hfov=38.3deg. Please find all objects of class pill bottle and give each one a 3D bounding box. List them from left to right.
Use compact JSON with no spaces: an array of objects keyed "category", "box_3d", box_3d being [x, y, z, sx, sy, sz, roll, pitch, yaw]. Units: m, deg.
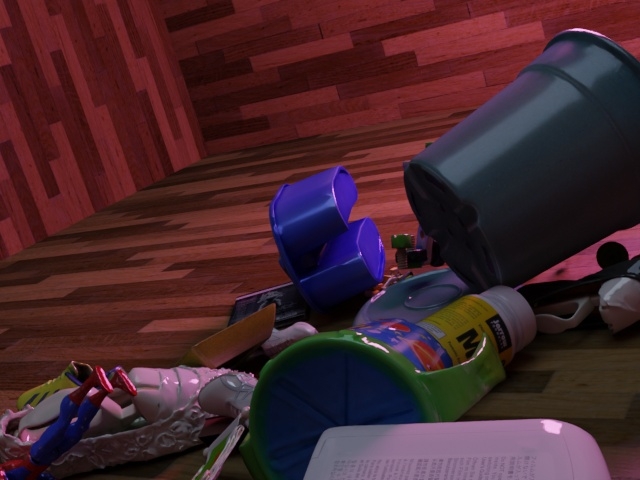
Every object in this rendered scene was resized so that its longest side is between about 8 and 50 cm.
[{"category":"pill bottle","box_3d":[0.201,0.149,1.312,0.208,0.119,0.119,-26,18,-29]}]

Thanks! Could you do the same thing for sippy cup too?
[{"category":"sippy cup","box_3d":[0.062,0.200,1.129,0.305,0.240,0.224,13,14,19]}]

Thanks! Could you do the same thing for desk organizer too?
[{"category":"desk organizer","box_3d":[-0.106,0.277,1.327,0.130,0.047,0.050,-13,18,14]}]

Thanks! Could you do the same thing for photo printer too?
[{"category":"photo printer","box_3d":[0.121,0.283,0.864,0.308,0.107,0.256,-8,32,23]}]

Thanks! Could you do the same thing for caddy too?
[{"category":"caddy","box_3d":[0.000,0.000,1.801,0.179,0.241,0.341,-23,13,13]}]

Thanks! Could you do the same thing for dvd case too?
[{"category":"dvd case","box_3d":[-0.103,0.137,1.871,0.165,0.018,0.221,-16,16,6]}]

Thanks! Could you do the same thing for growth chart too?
[{"category":"growth chart","box_3d":[-0.158,0.310,1.149,0.172,0.021,0.237,-50,3,36]}]

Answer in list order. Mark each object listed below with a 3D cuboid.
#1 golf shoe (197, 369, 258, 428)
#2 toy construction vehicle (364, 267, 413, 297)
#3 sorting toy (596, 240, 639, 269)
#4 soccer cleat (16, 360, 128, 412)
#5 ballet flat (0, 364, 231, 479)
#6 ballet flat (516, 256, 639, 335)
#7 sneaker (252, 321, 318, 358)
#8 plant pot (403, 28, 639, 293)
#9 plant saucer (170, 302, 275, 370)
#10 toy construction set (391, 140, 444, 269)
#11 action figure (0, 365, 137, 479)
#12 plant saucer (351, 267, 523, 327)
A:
[{"category":"golf shoe","box_3d":[-0.103,0.229,1.290,0.176,0.069,0.086,-10,27,23]},{"category":"toy construction vehicle","box_3d":[0.136,0.078,1.789,0.098,0.035,0.086,-26,18,-31]},{"category":"sorting toy","box_3d":[0.492,0.044,1.494,0.102,0.061,0.042,22,-8,10]},{"category":"soccer cleat","box_3d":[-0.421,0.257,1.584,0.289,0.121,0.093,-6,19,35]},{"category":"ballet flat","box_3d":[-0.304,0.267,1.401,0.409,0.147,0.147,-18,15,1]},{"category":"ballet flat","box_3d":[0.405,0.097,1.357,0.280,0.095,0.096,-18,21,36]},{"category":"sneaker","box_3d":[-0.065,0.182,1.621,0.152,0.053,0.061,-12,24,39]},{"category":"plant pot","box_3d":[0.334,-0.101,1.454,0.334,0.341,0.341,-32,18,-10]},{"category":"plant saucer","box_3d":[-0.169,0.196,1.556,0.188,0.045,0.188,-27,-12,-42]},{"category":"toy construction set","box_3d":[0.281,-0.075,1.681,0.309,0.237,0.257,-4,-2,6]},{"category":"action figure","box_3d":[-0.365,0.320,1.297,0.280,0.139,0.091,-42,-27,10]},{"category":"plant saucer","box_3d":[0.198,0.112,1.595,0.318,0.043,0.317,-16,15,4]}]
